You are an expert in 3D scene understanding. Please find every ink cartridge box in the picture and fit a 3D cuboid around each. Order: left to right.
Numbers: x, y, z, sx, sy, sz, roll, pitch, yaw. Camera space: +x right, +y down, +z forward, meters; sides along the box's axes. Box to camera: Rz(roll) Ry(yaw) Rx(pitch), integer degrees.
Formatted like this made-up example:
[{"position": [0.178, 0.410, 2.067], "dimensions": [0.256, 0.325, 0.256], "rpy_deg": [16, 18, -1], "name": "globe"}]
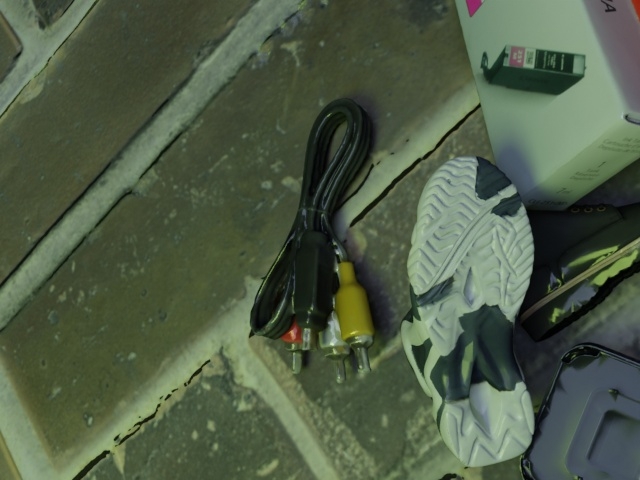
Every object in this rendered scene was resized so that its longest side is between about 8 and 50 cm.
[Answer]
[{"position": [0.199, -0.195, 0.451], "dimensions": [0.239, 0.060, 0.274], "rpy_deg": [127, 142, -58], "name": "ink cartridge box"}]

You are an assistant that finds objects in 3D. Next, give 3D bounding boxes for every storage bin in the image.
[{"position": [0.259, 0.164, 0.468], "dimensions": [0.180, 0.084, 0.121], "rpy_deg": [22, 92, 26], "name": "storage bin"}]

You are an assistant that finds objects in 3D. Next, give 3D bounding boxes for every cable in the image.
[{"position": [0.000, 0.000, 0.642], "dimensions": [0.140, 0.072, 0.286], "rpy_deg": [-10, 66, 40], "name": "cable"}]

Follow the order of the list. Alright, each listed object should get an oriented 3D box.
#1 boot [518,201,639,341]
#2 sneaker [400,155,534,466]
[{"position": [0.219, -0.026, 0.521], "dimensions": [0.198, 0.077, 0.137], "rpy_deg": [-40, 64, 14], "name": "boot"}, {"position": [0.109, 0.047, 0.512], "dimensions": [0.094, 0.153, 0.234], "rpy_deg": [-15, 101, -5], "name": "sneaker"}]
